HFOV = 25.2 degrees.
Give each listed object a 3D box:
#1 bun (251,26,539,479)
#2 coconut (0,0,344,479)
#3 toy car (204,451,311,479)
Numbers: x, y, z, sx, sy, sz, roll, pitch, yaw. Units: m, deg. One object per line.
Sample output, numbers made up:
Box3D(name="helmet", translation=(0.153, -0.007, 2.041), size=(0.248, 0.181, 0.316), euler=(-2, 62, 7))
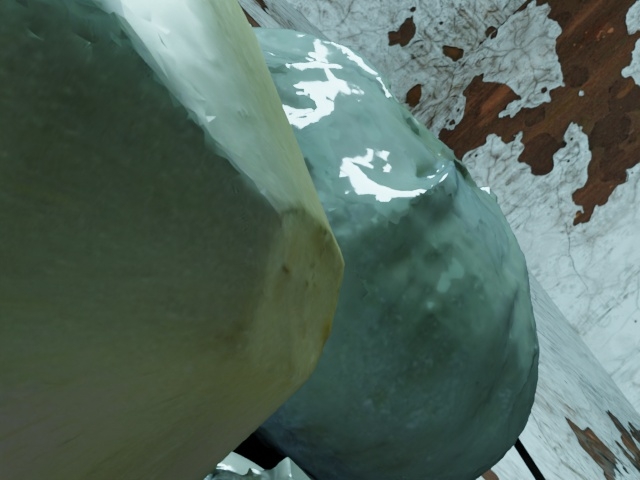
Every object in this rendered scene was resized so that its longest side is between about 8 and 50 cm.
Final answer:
Box3D(name="bun", translation=(0.000, 0.000, 0.940), size=(0.362, 0.211, 0.362), euler=(44, 10, -9))
Box3D(name="coconut", translation=(-0.108, -0.007, 0.499), size=(0.259, 0.259, 0.259), euler=(44, 12, -11))
Box3D(name="toy car", translation=(0.035, 0.216, 0.572), size=(0.301, 0.118, 0.193), euler=(45, 9, -15))
